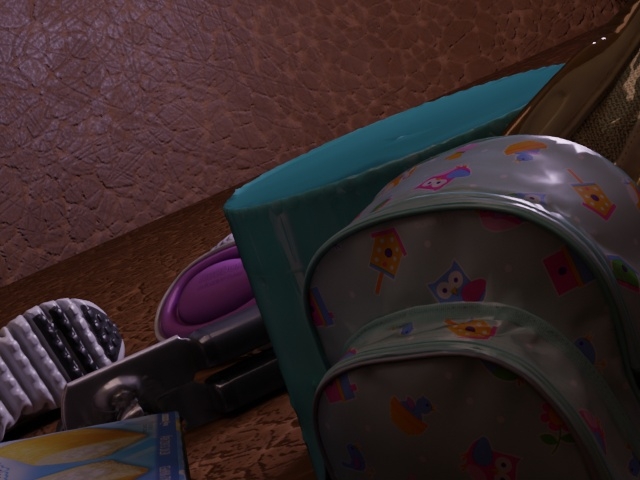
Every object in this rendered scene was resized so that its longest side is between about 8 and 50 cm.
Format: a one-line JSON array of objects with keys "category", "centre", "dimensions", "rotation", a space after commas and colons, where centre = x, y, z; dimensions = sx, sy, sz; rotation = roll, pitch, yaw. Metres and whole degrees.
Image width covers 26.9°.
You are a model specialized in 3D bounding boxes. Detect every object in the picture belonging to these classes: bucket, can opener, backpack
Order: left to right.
[{"category": "can opener", "centre": [-0.083, 0.098, 1.095], "dimensions": [0.283, 0.076, 0.095], "rotation": [-24, 9, -20]}, {"category": "bucket", "centre": [0.084, 0.015, 0.831], "dimensions": [0.281, 0.183, 0.281], "rotation": [-21, 10, 4]}, {"category": "backpack", "centre": [0.078, 0.056, 0.572], "dimensions": [0.166, 0.188, 0.144], "rotation": [-14, 11, 39]}]

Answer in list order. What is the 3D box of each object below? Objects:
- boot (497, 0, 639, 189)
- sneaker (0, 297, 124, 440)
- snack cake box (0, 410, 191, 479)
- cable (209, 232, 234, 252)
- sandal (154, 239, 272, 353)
[{"category": "boot", "centre": [0.221, -0.040, 0.680], "dimensions": [0.262, 0.203, 0.095], "rotation": [-43, -10, -28]}, {"category": "sneaker", "centre": [-0.314, 0.145, 1.311], "dimensions": [0.118, 0.110, 0.292], "rotation": [-26, 3, 41]}, {"category": "snack cake box", "centre": [-0.134, 0.158, 0.650], "dimensions": [0.152, 0.089, 0.264], "rotation": [-9, 3, -7]}, {"category": "cable", "centre": [0.000, 0.000, 1.454], "dimensions": [0.257, 0.089, 0.257], "rotation": [-25, 9, -21]}, {"category": "sandal", "centre": [-0.008, 0.000, 1.209], "dimensions": [0.416, 0.102, 0.169], "rotation": [-30, 38, 27]}]
